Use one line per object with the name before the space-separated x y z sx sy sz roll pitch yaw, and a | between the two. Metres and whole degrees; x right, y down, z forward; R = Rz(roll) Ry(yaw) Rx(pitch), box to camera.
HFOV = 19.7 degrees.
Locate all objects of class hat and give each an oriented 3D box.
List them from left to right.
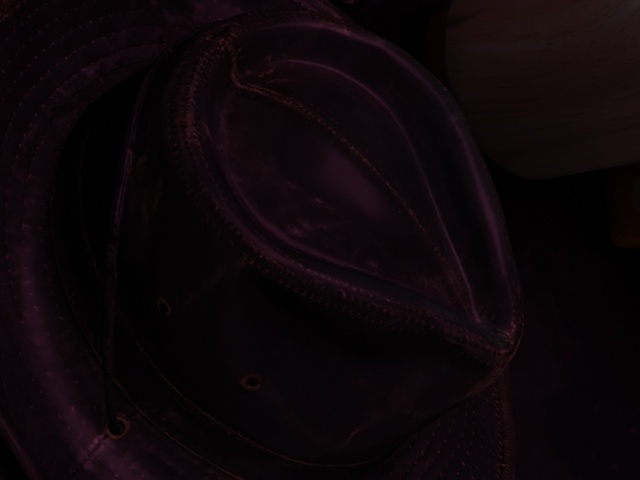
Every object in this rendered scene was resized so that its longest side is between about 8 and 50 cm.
hat | 0.000 0.000 0.767 0.331 0.134 0.331 17 62 -34

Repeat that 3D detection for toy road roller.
toy road roller | 0.227 -0.030 0.924 0.329 0.202 0.240 0 83 -40

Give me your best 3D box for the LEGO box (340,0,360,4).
LEGO box | 0.081 -0.422 0.961 0.372 0.193 0.500 -24 89 -42
